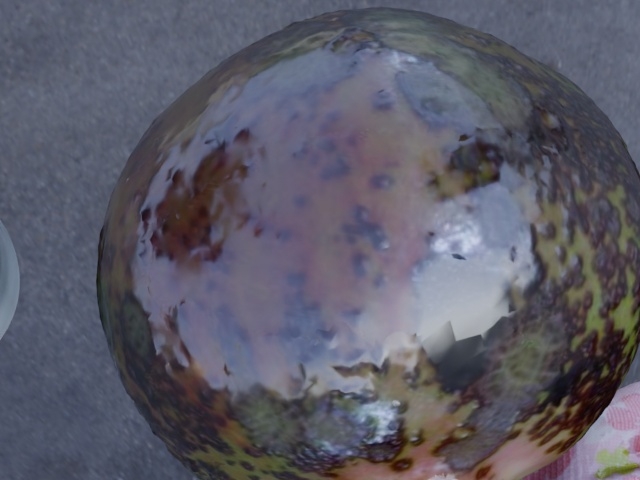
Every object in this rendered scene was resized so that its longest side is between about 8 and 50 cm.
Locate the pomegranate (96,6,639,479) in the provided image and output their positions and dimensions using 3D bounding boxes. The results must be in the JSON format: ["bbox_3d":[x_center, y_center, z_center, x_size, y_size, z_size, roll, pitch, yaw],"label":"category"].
[{"bbox_3d":[0.030,0.066,0.598,0.285,0.285,0.341,-10,68,3],"label":"pomegranate"}]

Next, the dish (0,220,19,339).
[{"bbox_3d":[-0.428,0.018,1.245,0.260,0.085,0.260,11,62,-23],"label":"dish"}]

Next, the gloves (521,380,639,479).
[{"bbox_3d":[0.221,0.134,0.653,0.241,0.145,0.126,-10,105,16],"label":"gloves"}]
